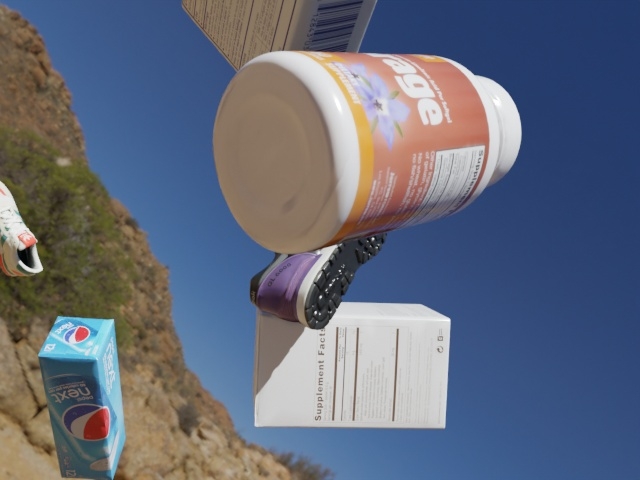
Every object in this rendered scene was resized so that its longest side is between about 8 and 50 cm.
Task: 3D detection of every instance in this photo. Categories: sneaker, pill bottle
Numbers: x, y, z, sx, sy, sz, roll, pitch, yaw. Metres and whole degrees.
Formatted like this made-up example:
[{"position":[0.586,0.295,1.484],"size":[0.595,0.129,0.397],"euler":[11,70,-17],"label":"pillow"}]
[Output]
[{"position":[-0.462,-0.018,1.016],"size":[0.075,0.057,0.161],"euler":[4,-66,32],"label":"sneaker"},{"position":[0.000,0.000,0.967],"size":[0.124,0.283,0.107],"euler":[11,-49,29],"label":"sneaker"},{"position":[0.045,-0.067,0.464],"size":[0.121,0.216,0.121],"euler":[14,-70,43],"label":"pill bottle"}]

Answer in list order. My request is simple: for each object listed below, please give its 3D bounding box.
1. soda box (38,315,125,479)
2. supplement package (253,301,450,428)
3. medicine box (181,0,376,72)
[{"position":[-0.284,0.195,0.813],"size":[0.067,0.071,0.210],"euler":[4,-57,-2],"label":"soda box"},{"position":[0.040,0.195,1.083],"size":[0.292,0.175,0.177],"euler":[3,2,-6],"label":"supplement package"},{"position":[-0.066,-0.392,0.992],"size":[0.289,0.149,0.263],"euler":[52,-36,24],"label":"medicine box"}]
